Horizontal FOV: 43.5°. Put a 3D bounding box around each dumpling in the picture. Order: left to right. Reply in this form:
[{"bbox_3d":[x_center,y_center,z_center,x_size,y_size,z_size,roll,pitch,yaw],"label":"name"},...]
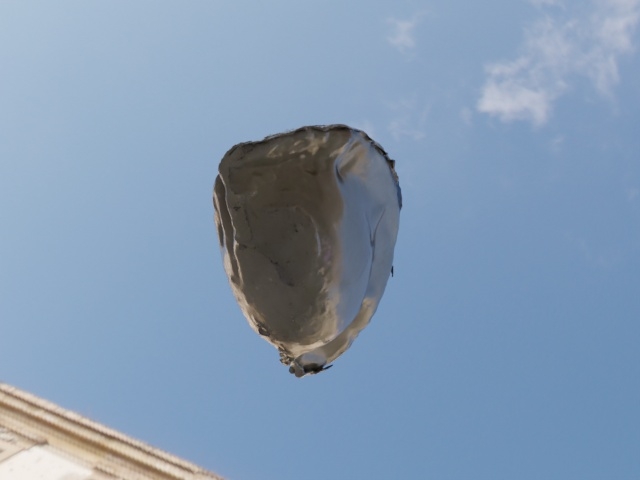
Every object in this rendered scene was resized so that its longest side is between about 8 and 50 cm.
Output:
[{"bbox_3d":[0.000,0.000,0.659,0.142,0.172,0.247,43,-24,43],"label":"dumpling"}]
